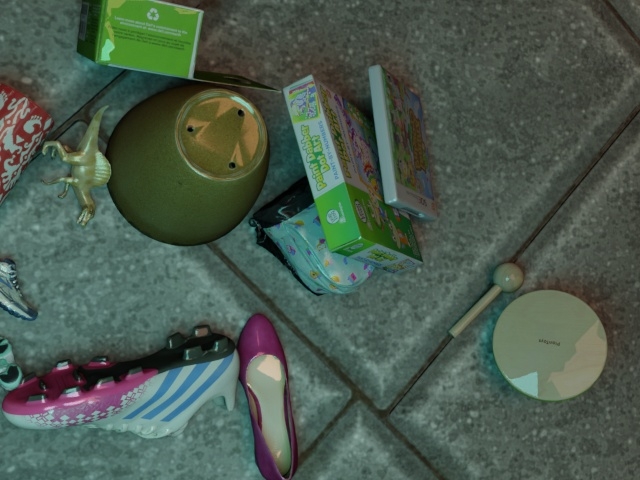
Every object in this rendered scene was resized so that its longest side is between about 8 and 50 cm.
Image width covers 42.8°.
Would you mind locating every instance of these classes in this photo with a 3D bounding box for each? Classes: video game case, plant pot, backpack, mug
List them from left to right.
[{"bbox_3d":[-0.459,-0.128,1.090,0.150,0.113,0.169,35,77,-12],"label":"mug"},{"bbox_3d":[-0.162,-0.120,1.126,0.237,0.254,0.237,2,84,-21],"label":"plant pot"},{"bbox_3d":[0.000,0.000,1.247,0.152,0.115,0.182,-36,101,-22],"label":"backpack"},{"bbox_3d":[0.131,-0.146,1.276,0.023,0.193,0.212,-11,79,24],"label":"video game case"}]

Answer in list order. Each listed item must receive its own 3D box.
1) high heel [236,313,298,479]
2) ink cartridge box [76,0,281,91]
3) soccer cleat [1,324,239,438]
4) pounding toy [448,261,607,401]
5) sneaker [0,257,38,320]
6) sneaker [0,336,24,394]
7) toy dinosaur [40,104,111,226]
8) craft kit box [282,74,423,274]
[{"bbox_3d":[-0.074,0.230,1.196,0.082,0.117,0.244,2,84,-19],"label":"high heel"},{"bbox_3d":[-0.196,-0.281,1.146,0.255,0.189,0.097,4,105,-26],"label":"ink cartridge box"},{"bbox_3d":[-0.255,0.224,1.115,0.331,0.116,0.143,-12,109,-31],"label":"soccer cleat"},{"bbox_3d":[0.360,0.167,1.383,0.237,0.110,0.183,37,84,17],"label":"pounding toy"},{"bbox_3d":[-0.435,0.054,1.119,0.135,0.052,0.058,45,68,-11],"label":"sneaker"},{"bbox_3d":[-0.426,0.182,1.114,0.038,0.098,0.069,-23,138,-19],"label":"sneaker"},{"bbox_3d":[-0.339,-0.115,1.151,0.093,0.053,0.183,13,110,-1],"label":"toy dinosaur"},{"bbox_3d":[0.052,-0.087,1.191,0.247,0.061,0.249,15,55,-60],"label":"craft kit box"}]
